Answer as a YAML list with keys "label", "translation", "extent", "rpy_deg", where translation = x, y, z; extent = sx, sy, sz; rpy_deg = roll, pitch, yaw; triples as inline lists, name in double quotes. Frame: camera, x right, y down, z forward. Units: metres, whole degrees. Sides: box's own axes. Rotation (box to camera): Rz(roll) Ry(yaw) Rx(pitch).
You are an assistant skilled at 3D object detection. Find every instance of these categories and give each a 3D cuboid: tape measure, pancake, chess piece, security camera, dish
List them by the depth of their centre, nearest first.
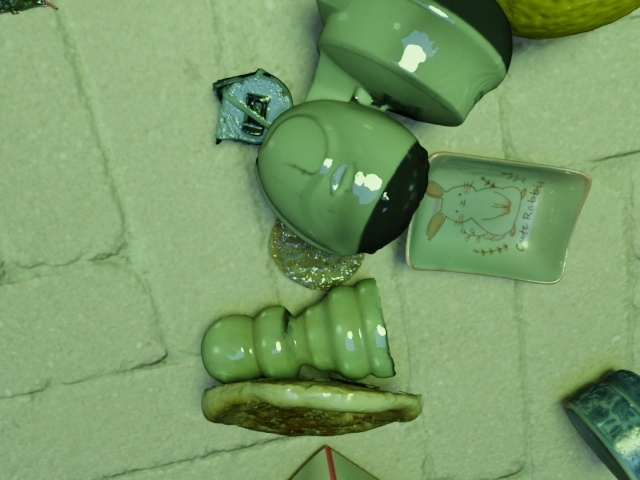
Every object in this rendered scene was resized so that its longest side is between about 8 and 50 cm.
- label: "security camera"
  translation: [0.049, -0.119, 0.497]
  extent: [0.191, 0.197, 0.277]
  rpy_deg: [30, 98, 6]
- label: "tape measure"
  translation: [-0.079, -0.156, 0.566]
  extent: [0.095, 0.054, 0.091]
  rpy_deg: [0, 113, -2]
- label: "dish"
  translation: [0.214, -0.032, 0.616]
  extent: [0.213, 0.077, 0.151]
  rpy_deg: [6, 108, -7]
- label: "pancake"
  translation: [-0.010, 0.216, 0.618]
  extent: [0.283, 0.048, 0.282]
  rpy_deg: [1, 151, 1]
- label: "chess piece"
  translation: [-0.033, 0.134, 0.625]
  extent: [0.244, 0.133, 0.133]
  rpy_deg: [-11, 107, 4]
- label: "pancake"
  translation: [0.000, 0.000, 0.635]
  extent: [0.140, 0.022, 0.139]
  rpy_deg: [-1, 108, -4]

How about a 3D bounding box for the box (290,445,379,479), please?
- label: "box"
  translation: [0.038, 0.544, 0.652]
  extent: [0.314, 0.312, 0.300]
  rpy_deg: [39, 98, -15]

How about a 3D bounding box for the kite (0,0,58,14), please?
- label: "kite"
  translation: [-0.418, -0.270, 0.526]
  extent: [0.233, 0.009, 0.189]
  rpy_deg: [-14, 107, -1]

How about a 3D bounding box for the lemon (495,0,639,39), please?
- label: "lemon"
  translation: [0.234, -0.319, 0.442]
  extent: [0.268, 0.267, 0.267]
  rpy_deg: [-1, 107, -4]

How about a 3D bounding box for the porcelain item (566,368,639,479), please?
- label: "porcelain item"
  translation: [0.450, 0.271, 0.691]
  extent: [0.114, 0.147, 0.147]
  rpy_deg: [-36, 106, 3]
